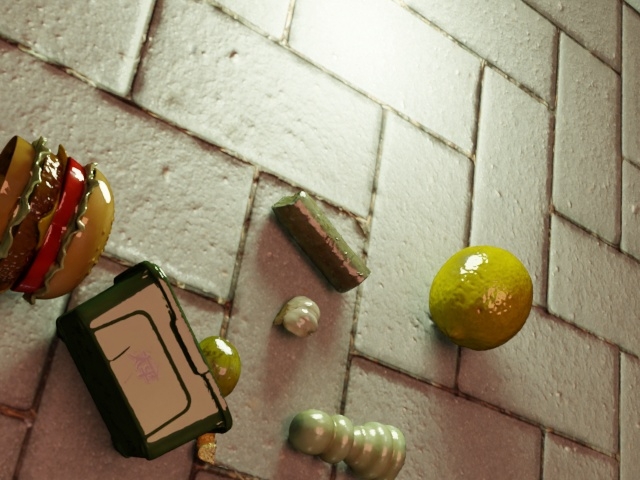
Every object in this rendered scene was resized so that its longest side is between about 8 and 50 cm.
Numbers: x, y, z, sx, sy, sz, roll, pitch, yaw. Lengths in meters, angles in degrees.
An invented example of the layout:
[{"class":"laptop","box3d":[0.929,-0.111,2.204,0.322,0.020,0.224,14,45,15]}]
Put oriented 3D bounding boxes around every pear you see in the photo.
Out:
[{"class":"pear","box3d":[-0.207,0.249,1.724,0.107,0.107,0.131,35,64,-25]}]

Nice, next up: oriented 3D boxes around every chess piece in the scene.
[{"class":"chess piece","box3d":[0.047,0.420,1.865,0.243,0.133,0.133,25,61,-25]}]

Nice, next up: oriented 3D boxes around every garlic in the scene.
[{"class":"garlic","box3d":[-0.039,0.166,1.909,0.094,0.074,0.113,37,39,-12]}]

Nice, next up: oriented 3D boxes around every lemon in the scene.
[{"class":"lemon","box3d":[0.389,0.138,2.156,0.267,0.267,0.268,14,67,-35]}]

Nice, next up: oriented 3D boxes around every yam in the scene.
[{"class":"yam","box3d":[0.000,0.000,1.984,0.259,0.093,0.093,51,51,-14]}]

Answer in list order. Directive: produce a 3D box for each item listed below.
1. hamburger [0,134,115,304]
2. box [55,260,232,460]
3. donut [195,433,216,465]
[{"class":"hamburger","box3d":[-0.466,-0.027,1.502,0.212,0.274,0.275,26,61,-27]},{"class":"box","box3d":[-0.320,0.221,1.562,0.177,0.252,0.329,-25,91,-28]},{"class":"donut","box3d":[-0.216,0.379,1.703,0.037,0.067,0.083,13,101,-18]}]
